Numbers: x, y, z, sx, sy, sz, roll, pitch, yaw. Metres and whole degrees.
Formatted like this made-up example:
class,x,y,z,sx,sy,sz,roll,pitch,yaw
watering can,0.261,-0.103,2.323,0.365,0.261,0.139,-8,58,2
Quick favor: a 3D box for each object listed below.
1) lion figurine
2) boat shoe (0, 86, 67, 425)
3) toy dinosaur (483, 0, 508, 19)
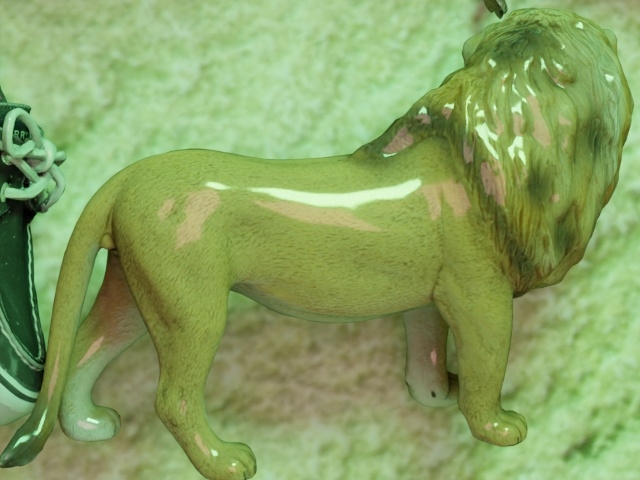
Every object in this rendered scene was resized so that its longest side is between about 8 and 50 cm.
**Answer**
class,x,y,z,sx,sy,sz,roll,pitch,yaw
lion figurine,0.000,0.000,1.094,0.392,0.142,0.240,-8,108,-19
boat shoe,-0.205,-0.048,1.114,0.105,0.113,0.306,-21,82,10
toy dinosaur,0.148,-0.274,1.146,0.200,0.127,0.295,-30,80,-12
